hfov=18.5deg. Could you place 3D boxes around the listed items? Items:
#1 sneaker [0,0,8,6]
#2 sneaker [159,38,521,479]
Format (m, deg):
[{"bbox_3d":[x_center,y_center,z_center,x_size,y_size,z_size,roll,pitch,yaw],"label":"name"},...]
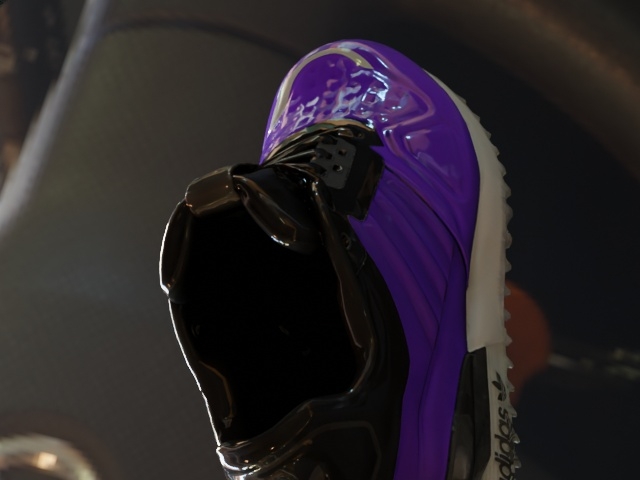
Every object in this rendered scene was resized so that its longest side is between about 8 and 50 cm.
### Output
[{"bbox_3d":[-0.271,-0.118,0.681,0.130,0.330,0.147,81,176,-77],"label":"sneaker"},{"bbox_3d":[0.001,0.000,0.788,0.102,0.146,0.293,-31,41,24],"label":"sneaker"}]
